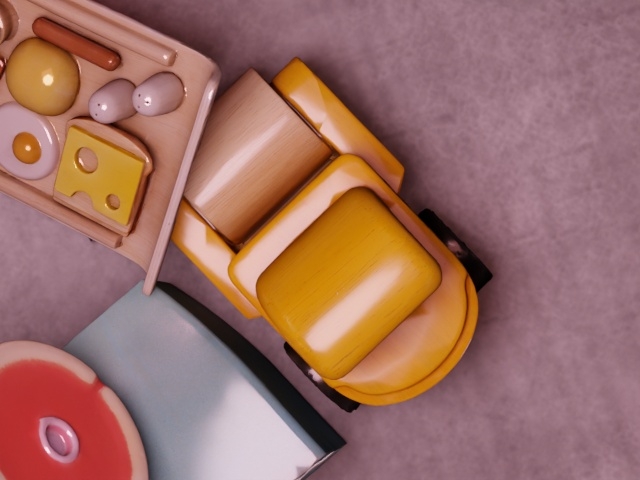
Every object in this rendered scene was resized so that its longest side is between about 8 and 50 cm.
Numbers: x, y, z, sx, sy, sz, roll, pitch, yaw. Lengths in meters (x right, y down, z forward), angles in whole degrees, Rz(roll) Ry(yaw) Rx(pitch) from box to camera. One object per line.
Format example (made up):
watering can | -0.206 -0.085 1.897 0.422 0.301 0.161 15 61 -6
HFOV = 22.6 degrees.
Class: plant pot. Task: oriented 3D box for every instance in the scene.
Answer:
plant pot | -0.122 0.159 1.499 0.166 0.165 0.234 -41 82 4
plant pot | -0.297 0.225 1.375 0.243 0.275 0.275 -37 90 29

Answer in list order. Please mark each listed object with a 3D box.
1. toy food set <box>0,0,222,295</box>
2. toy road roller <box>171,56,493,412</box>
toy food set | -0.248 -0.106 1.428 0.306 0.092 0.219 27 117 15
toy road roller | 0.000 0.000 1.441 0.202 0.240 0.329 -44 89 3
